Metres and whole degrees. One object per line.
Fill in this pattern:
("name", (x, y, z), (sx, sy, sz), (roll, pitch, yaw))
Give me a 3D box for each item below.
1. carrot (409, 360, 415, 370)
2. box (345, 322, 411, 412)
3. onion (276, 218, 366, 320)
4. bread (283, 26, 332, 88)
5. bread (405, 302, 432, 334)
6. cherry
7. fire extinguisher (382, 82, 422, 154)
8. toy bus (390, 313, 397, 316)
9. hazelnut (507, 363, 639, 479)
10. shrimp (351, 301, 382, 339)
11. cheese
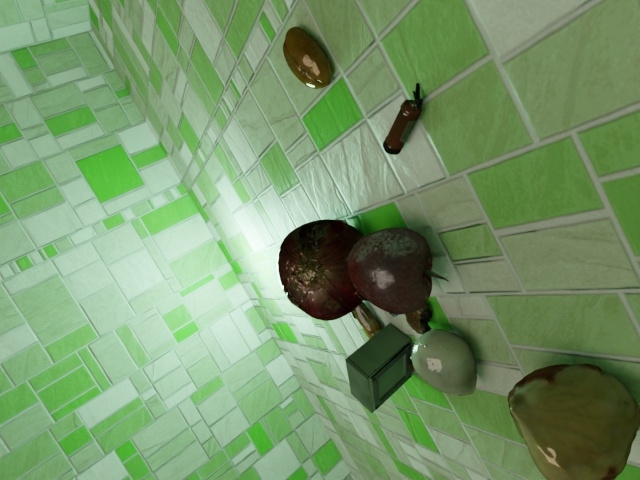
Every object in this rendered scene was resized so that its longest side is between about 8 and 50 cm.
("carrot", (0.368, 0.438, 1.415), (0.061, 0.061, 0.209), (61, 156, -6))
("box", (0.222, 0.464, 1.511), (0.117, 0.225, 0.225), (34, 146, 41))
("onion", (0.022, 0.096, 1.374), (0.353, 0.353, 0.354), (42, 150, 31))
("bread", (-0.043, -0.484, 1.110), (0.189, 0.077, 0.114), (51, 158, 9))
("bread", (0.306, 0.232, 1.294), (0.082, 0.060, 0.113), (26, 138, 47))
("cherry", (0.202, 0.080, 1.125), (0.285, 0.213, 0.236), (12, 101, 30))
("fire extinguisher", (0.192, -0.273, 0.954), (0.177, 0.050, 0.062), (113, 160, -58))
("toy bus", (0.246, 0.215, 1.408), (0.083, 0.038, 0.046), (61, 151, -7))
("hazelnut", (0.509, 0.383, 0.873), (0.241, 0.261, 0.261), (29, 157, -12))
("shrimp", (0.163, 0.292, 1.628), (0.287, 0.063, 0.152), (58, 170, 3))
("cheese", (0.359, 0.354, 1.228), (0.198, 0.154, 0.189), (26, 136, 44))
